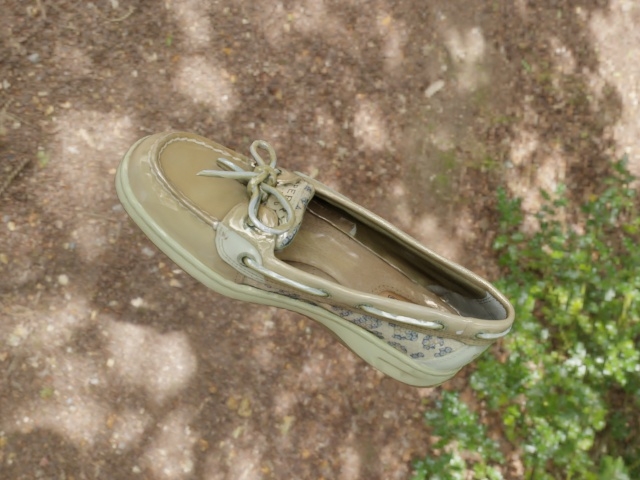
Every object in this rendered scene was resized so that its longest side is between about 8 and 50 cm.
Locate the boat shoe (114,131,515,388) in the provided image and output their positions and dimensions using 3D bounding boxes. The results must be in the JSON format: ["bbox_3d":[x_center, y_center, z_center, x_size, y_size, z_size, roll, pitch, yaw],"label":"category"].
[{"bbox_3d":[0.000,0.000,0.546,0.285,0.089,0.105,28,49,-15],"label":"boat shoe"}]
